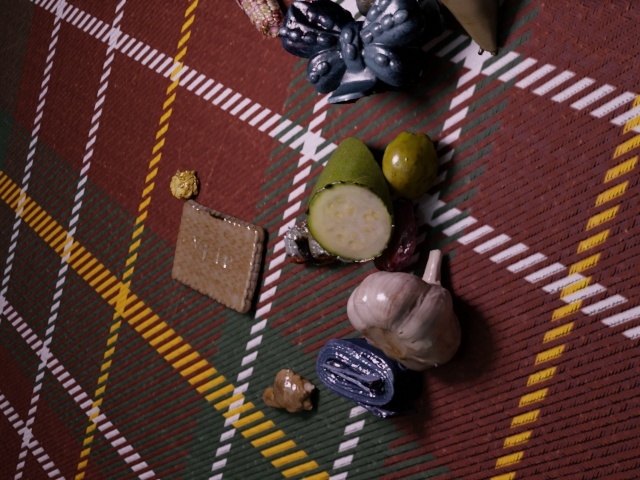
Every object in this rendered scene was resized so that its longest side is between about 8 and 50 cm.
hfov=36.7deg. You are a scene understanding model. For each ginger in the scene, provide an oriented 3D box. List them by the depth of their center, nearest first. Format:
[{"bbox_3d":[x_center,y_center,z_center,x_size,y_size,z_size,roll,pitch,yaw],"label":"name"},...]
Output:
[{"bbox_3d":[-0.081,0.327,2.111,0.165,0.067,0.096,-11,102,48],"label":"ginger"}]

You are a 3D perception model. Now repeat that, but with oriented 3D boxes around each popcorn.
[{"bbox_3d":[-0.345,-0.144,2.438,0.082,0.057,0.083,-41,62,48],"label":"popcorn"}]

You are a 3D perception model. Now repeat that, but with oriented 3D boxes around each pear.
[{"bbox_3d":[0.167,-0.140,1.813,0.107,0.107,0.131,22,102,47],"label":"pear"}]

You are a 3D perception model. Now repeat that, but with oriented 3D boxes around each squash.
[{"bbox_3d":[0.084,-0.095,1.895,0.189,0.260,0.189,8,120,14],"label":"squash"}]

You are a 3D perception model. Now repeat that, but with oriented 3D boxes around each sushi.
[{"bbox_3d":[-0.003,-0.002,2.013,0.226,0.103,0.097,-5,69,47],"label":"sushi"}]

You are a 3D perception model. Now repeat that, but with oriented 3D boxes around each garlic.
[{"bbox_3d":[0.178,0.114,1.779,0.218,0.218,0.212,4,51,49],"label":"garlic"}]

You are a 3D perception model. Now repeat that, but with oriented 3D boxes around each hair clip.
[{"bbox_3d":[0.083,-0.368,1.830,0.310,0.194,0.206,1,101,34],"label":"hair clip"}]

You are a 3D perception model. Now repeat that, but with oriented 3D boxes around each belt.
[{"bbox_3d":[0.083,0.257,1.880,0.218,0.128,0.122,19,102,46],"label":"belt"}]

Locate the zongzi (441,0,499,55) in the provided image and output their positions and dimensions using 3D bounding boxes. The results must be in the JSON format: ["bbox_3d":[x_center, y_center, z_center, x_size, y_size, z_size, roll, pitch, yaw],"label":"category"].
[{"bbox_3d":[0.293,-0.617,1.715,0.447,0.418,0.181,-52,27,-19],"label":"zongzi"}]

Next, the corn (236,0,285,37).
[{"bbox_3d":[-0.165,-0.575,2.222,0.092,0.092,0.280,-50,57,35],"label":"corn"}]

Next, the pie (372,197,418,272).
[{"bbox_3d":[0.142,-0.009,1.865,0.153,0.038,0.154,-37,48,56],"label":"pie"}]

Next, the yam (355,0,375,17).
[{"bbox_3d":[0.145,-0.505,1.861,0.183,0.107,0.107,-26,69,47],"label":"yam"}]

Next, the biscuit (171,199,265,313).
[{"bbox_3d":[-0.250,0.035,2.331,0.325,0.044,0.217,19,102,47],"label":"biscuit"}]
